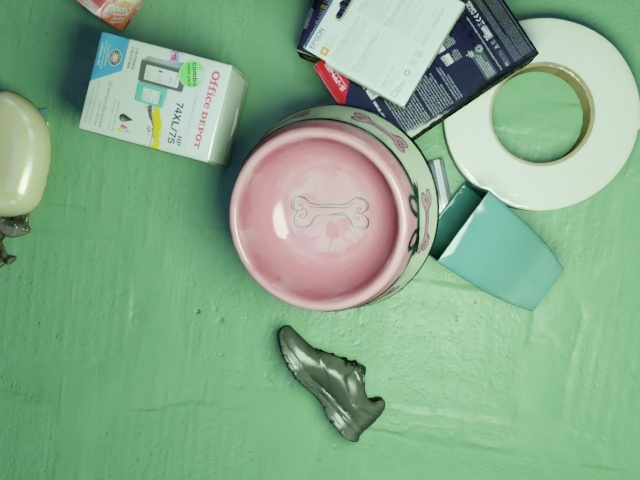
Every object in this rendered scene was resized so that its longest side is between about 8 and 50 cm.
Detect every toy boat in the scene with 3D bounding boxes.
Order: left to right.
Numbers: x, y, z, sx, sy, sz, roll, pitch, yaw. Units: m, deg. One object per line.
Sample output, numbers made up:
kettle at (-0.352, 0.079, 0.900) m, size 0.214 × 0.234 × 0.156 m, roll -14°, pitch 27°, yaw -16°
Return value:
toy boat at (-0.725, -0.188, 1.646) m, size 0.318 × 0.148 × 0.268 m, roll 5°, pitch 88°, yaw 3°

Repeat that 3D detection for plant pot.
plant pot at (0.350, 0.025, 1.539) m, size 0.234 × 0.166 × 0.166 m, roll 35°, pitch 94°, yaw -10°

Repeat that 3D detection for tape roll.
tape roll at (0.444, -0.252, 1.570) m, size 0.391 × 0.072 × 0.393 m, roll 0°, pitch 91°, yaw 6°

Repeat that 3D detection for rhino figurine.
rhino figurine at (-0.724, 0.016, 1.685) m, size 0.106 × 0.073 × 0.243 m, roll 45°, pitch 93°, yaw 0°

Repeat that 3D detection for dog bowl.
dog bowl at (0.010, -0.047, 1.448) m, size 0.407 × 0.150 × 0.408 m, roll 3°, pitch 103°, yaw 15°

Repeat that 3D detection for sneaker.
sneaker at (0.022, 0.279, 1.617) m, size 0.130 × 0.109 × 0.286 m, roll -39°, pitch 97°, yaw -1°

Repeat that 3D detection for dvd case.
dvd case at (0.166, -0.070, 1.627) m, size 0.221 × 0.018 × 0.165 m, roll -12°, pitch 90°, yaw 5°

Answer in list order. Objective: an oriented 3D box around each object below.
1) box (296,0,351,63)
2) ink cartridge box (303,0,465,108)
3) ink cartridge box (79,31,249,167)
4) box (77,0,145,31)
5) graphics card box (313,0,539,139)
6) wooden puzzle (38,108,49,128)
box at (0.142, -0.450, 1.590) m, size 0.321 × 0.079 × 0.257 m, roll 21°, pitch 92°, yaw 4°
ink cartridge box at (0.118, -0.395, 1.442) m, size 0.223 × 0.045 × 0.223 m, roll 32°, pitch 94°, yaw 7°
ink cartridge box at (-0.308, -0.279, 1.575) m, size 0.269 × 0.197 × 0.198 m, roll 15°, pitch 93°, yaw 4°
box at (-0.511, -0.592, 1.610) m, size 0.300 × 0.154 × 0.142 m, roll 38°, pitch 94°, yaw 5°
graphics card box at (0.202, -0.346, 1.503) m, size 0.370 × 0.094 × 0.233 m, roll -34°, pitch 88°, yaw 7°
wooden puzzle at (-0.638, -0.234, 1.699) m, size 0.078 × 0.014 × 0.117 m, roll 5°, pitch 92°, yaw 5°
